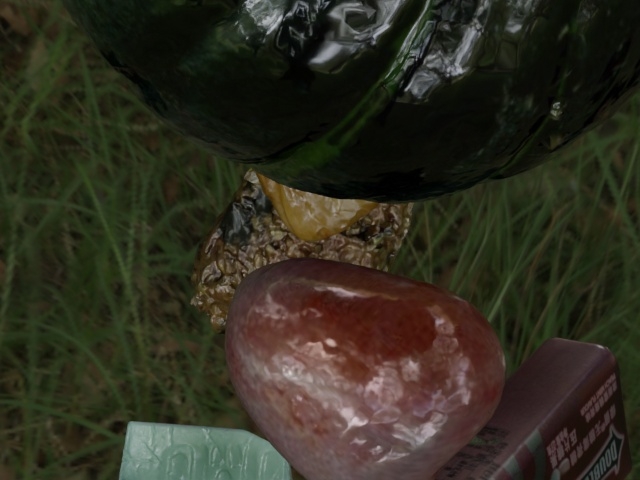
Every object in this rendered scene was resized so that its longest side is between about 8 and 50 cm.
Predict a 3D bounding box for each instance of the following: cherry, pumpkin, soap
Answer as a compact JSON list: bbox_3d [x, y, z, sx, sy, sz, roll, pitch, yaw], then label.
[{"bbox_3d":[0.017,0.063,0.538,0.126,0.087,0.106,11,119,8],"label":"cherry"},{"bbox_3d":[0.029,-0.139,0.411,0.249,0.216,0.250,4,79,-22],"label":"pumpkin"},{"bbox_3d":[-0.137,0.312,1.613,0.230,0.091,0.145,4,42,-3],"label":"soap"}]

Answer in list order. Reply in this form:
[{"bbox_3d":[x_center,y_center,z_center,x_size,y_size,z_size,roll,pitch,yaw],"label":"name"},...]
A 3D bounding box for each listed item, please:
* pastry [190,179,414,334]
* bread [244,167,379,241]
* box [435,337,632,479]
[{"bbox_3d":[0.000,0.000,1.263,0.193,0.275,0.275,39,85,2],"label":"pastry"},{"bbox_3d":[-0.046,-0.188,0.730,0.185,0.109,0.380,-27,103,25],"label":"bread"},{"bbox_3d":[0.131,0.168,0.856,0.069,0.224,0.120,6,117,38],"label":"box"}]
